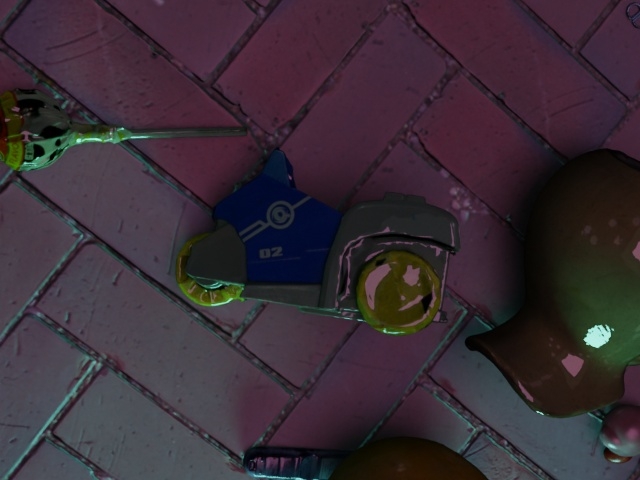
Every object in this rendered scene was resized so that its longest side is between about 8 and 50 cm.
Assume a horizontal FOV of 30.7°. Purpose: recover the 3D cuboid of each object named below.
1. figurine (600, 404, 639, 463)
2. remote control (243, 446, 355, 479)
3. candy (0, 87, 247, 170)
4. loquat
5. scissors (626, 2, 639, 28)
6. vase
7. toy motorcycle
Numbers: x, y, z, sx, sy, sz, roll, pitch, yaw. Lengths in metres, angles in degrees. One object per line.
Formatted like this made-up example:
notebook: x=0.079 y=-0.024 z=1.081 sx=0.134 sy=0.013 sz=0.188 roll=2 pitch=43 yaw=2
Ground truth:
figurine: x=0.406 y=0.250 z=1.538 sx=0.083 sy=0.067 sz=0.071 roll=-44 pitch=126 yaw=-19
remote control: x=-0.022 y=0.284 z=1.469 sx=0.152 sy=0.027 sz=0.043 roll=5 pitch=93 yaw=-16
candy: x=-0.232 y=-0.131 z=1.350 sx=0.305 sy=0.083 sz=0.091 roll=-4 pitch=82 yaw=-20
loquat: x=0.103 y=0.349 z=1.395 sx=0.244 sy=0.244 sz=0.244 roll=-2 pitch=98 yaw=-12
scissors: x=0.427 y=-0.306 z=1.493 sx=0.083 sy=0.006 sz=0.036 roll=-41 pitch=102 yaw=-4
vase: x=0.375 y=0.064 z=1.445 sx=0.329 sy=0.241 sz=0.302 roll=15 pitch=108 yaw=-40
toy motorcycle: x=0.000 y=0.000 z=1.368 sx=0.326 sy=0.191 sz=0.200 roll=10 pitch=88 yaw=4
